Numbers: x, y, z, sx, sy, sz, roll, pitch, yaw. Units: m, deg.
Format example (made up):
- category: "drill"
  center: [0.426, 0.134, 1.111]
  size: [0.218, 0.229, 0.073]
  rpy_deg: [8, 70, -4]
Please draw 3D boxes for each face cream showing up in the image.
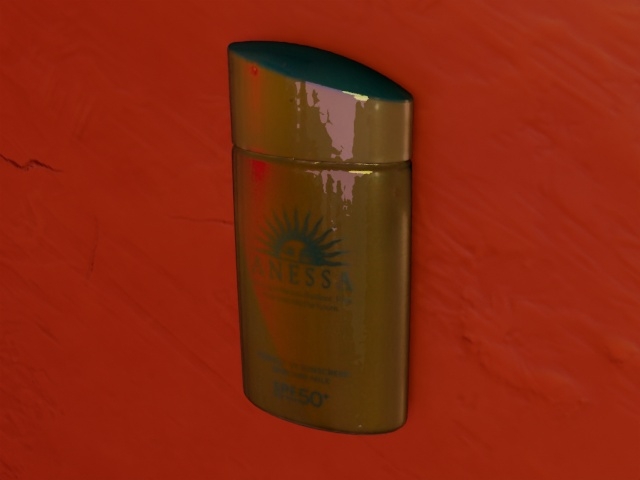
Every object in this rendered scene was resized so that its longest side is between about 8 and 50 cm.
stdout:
- category: "face cream"
  center: [0.000, 0.000, 0.722]
  size: [0.139, 0.067, 0.284]
  rpy_deg: [9, 113, 24]
